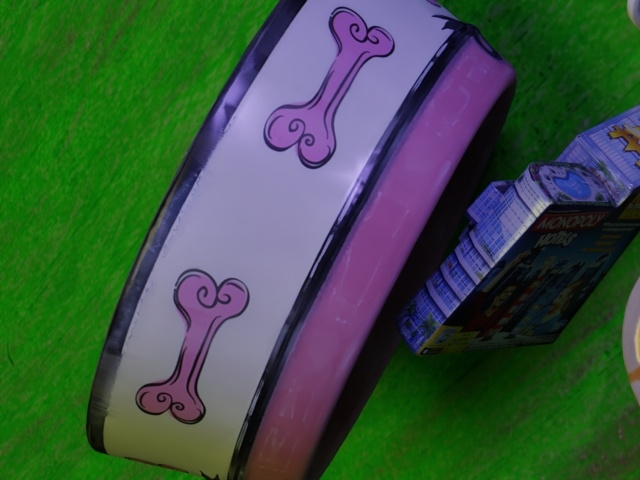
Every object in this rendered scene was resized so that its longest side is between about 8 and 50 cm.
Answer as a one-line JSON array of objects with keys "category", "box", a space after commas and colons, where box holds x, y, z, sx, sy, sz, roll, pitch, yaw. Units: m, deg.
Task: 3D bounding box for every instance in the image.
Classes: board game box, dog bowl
[{"category": "board game box", "box": [0.158, -0.010, 1.315, 0.060, 0.194, 0.194, 50, 115, 24]}, {"category": "dog bowl", "box": [0.000, 0.000, 1.340, 0.150, 0.408, 0.408, 27, 120, 8]}]

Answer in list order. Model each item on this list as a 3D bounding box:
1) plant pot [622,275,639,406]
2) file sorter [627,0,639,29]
[{"category": "plant pot", "box": [0.288, 0.054, 1.142, 0.205, 0.188, 0.205, 8, 101, 48]}, {"category": "file sorter", "box": [0.205, -0.265, 1.180, 0.278, 0.173, 0.193, 51, 123, 36]}]
